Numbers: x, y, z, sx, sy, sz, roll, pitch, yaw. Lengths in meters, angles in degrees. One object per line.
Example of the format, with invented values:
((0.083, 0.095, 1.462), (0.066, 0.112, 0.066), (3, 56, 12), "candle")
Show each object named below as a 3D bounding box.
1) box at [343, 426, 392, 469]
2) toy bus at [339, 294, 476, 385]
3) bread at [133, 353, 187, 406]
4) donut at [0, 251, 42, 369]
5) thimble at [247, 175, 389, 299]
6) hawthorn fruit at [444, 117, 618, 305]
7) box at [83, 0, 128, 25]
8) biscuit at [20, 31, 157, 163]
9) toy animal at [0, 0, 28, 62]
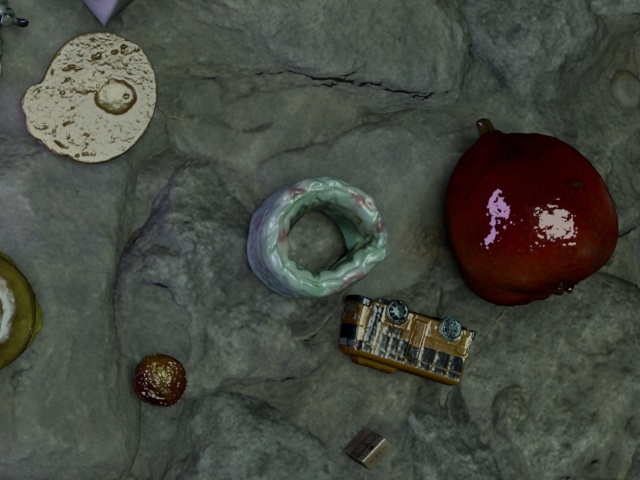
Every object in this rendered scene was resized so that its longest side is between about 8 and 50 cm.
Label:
((0.074, 0.327, 1.986), (0.053, 0.083, 0.024), (-45, 105, -13), "box")
((0.129, 0.158, 2.003), (0.201, 0.098, 0.114), (18, 83, -15), "toy bus")
((-0.244, 0.214, 1.922), (0.085, 0.053, 0.085), (1, 88, -15), "bread")
((-0.537, 0.118, 1.811), (0.261, 0.128, 0.208), (-40, 97, -15), "donut")
((0.000, 0.000, 1.949), (0.211, 0.149, 0.185), (9, 83, -15), "thimble")
((0.322, -0.056, 1.988), (0.265, 0.265, 0.307), (-14, 73, -15), "hawthorn fruit")
((-0.263, -0.439, 1.829), (0.203, 0.274, 0.116), (-44, 100, -13), "box")
((-0.343, -0.213, 1.915), (0.181, 0.049, 0.208), (34, 80, -11), "biscuit")
((-0.546, -0.346, 1.808), (0.255, 0.170, 0.090), (26, 115, -18), "toy animal")
